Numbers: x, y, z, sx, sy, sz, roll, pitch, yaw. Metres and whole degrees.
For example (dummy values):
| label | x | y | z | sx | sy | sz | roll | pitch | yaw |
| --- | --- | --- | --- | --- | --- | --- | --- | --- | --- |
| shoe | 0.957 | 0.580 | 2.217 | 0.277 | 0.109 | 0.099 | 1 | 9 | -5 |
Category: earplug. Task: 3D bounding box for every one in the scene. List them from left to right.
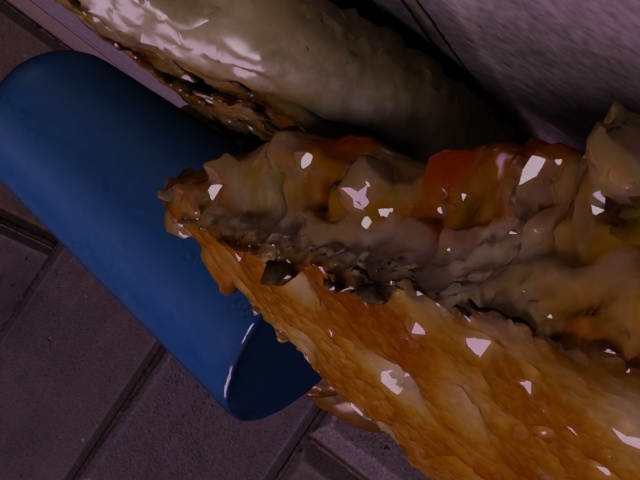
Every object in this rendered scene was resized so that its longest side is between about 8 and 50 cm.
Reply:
| label | x | y | z | sx | sy | sz | roll | pitch | yaw |
| --- | --- | --- | --- | --- | --- | --- | --- | --- | --- |
| earplug | -0.102 | -0.023 | 0.770 | 0.273 | 0.132 | 0.132 | 37 | -179 | 26 |

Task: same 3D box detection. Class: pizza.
| label | x | y | z | sx | sy | sz | roll | pitch | yaw |
| --- | --- | --- | --- | --- | --- | --- | --- | --- | --- |
| pizza | 0.101 | 0.040 | 0.491 | 0.406 | 0.130 | 0.440 | 33 | 160 | 22 |

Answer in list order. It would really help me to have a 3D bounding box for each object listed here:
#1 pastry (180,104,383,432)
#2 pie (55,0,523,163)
| label | x | y | z | sx | sy | sz | roll | pitch | yaw |
| --- | --- | --- | --- | --- | --- | --- | --- | --- | --- |
| pastry | 0.000 | 0.000 | 0.953 | 0.316 | 0.184 | 0.284 | 33 | -170 | -29 |
| pie | -0.039 | -0.097 | 0.664 | 0.339 | 0.077 | 0.339 | 34 | 178 | 1 |
